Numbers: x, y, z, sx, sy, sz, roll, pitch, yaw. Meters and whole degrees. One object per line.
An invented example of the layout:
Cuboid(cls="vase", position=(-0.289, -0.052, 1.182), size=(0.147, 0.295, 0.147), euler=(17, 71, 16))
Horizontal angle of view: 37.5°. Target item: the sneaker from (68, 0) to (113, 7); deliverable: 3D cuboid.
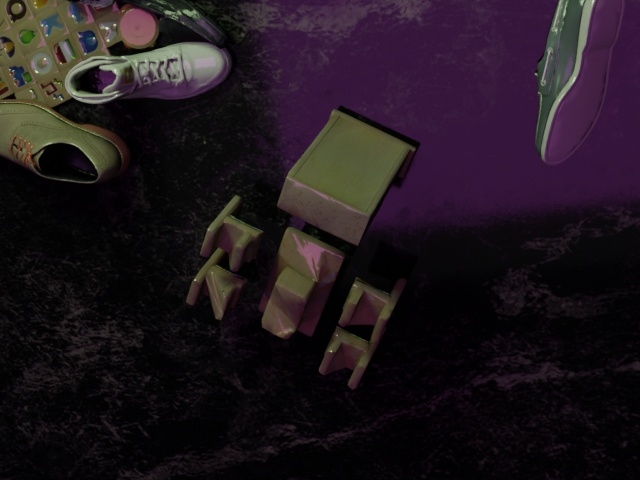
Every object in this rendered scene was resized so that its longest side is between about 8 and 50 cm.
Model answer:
Cuboid(cls="sneaker", position=(-0.443, -0.456, 1.760), size=(0.098, 0.069, 0.038), euler=(9, 107, 11))

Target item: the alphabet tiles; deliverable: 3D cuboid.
Cuboid(cls="alphabet tiles", position=(-0.544, -0.411, 1.840), size=(0.342, 0.011, 0.285), euler=(-21, 98, 18))

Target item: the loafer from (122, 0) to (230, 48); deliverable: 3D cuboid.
Cuboid(cls="loafer", position=(-0.266, -0.412, 1.735), size=(0.223, 0.076, 0.078), euler=(35, 97, 8))

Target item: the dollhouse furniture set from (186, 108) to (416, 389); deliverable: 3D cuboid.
Cuboid(cls="dollhouse furniture set", position=(0.000, 0.000, 1.748), size=(0.362, 0.256, 0.394), euler=(26, 130, 6))

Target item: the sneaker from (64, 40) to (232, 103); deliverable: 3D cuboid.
Cuboid(cls="sneaker", position=(-0.317, -0.299, 1.728), size=(0.292, 0.169, 0.108), euler=(-8, 103, 10))

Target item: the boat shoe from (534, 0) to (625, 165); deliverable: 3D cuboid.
Cuboid(cls="boat shoe", position=(0.425, -0.288, 1.612), size=(0.099, 0.116, 0.319), euler=(40, 127, 47))

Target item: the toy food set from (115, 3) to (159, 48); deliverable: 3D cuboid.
Cuboid(cls="toy food set", position=(-0.346, -0.403, 1.783), size=(0.083, 0.020, 0.082), euler=(11, 99, -1))

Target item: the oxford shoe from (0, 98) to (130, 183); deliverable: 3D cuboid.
Cuboid(cls="oxford shoe", position=(-0.553, -0.192, 1.829), size=(0.348, 0.130, 0.123), euler=(12, 113, 8))
